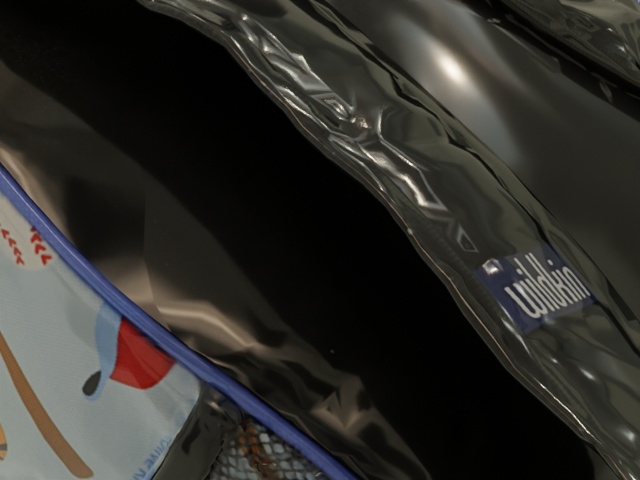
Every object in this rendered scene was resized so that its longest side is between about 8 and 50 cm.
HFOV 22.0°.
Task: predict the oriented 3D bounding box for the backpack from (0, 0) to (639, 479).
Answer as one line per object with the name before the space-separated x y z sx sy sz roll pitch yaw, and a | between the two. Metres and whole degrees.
backpack | 0.000 0.000 0.451 0.263 0.276 0.213 44 -51 -3
